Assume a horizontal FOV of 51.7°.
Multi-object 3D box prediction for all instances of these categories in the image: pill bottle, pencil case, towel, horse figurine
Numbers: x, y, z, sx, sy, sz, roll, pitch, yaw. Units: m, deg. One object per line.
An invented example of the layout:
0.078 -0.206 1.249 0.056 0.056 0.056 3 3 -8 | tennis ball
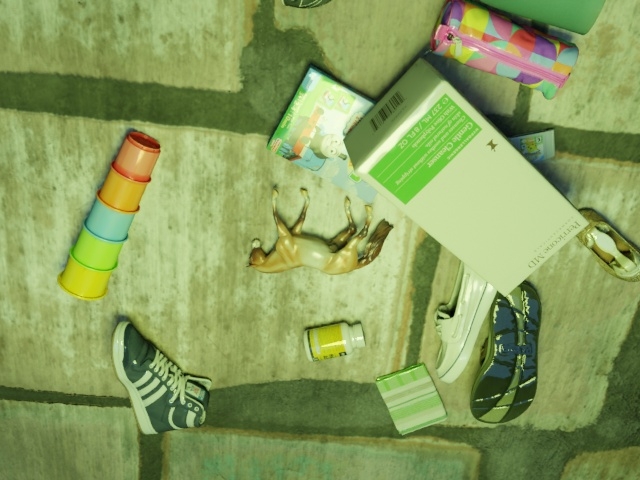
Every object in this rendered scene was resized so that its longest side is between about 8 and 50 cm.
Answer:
0.029 0.198 1.306 0.116 0.065 0.065 -13 114 6 | pill bottle
0.287 -0.305 1.051 0.236 0.104 0.104 16 114 -8 | pencil case
0.193 0.334 1.396 0.113 0.023 0.152 -22 111 8 | towel
0.000 0.000 1.214 0.263 0.066 0.174 9 109 -1 | horse figurine

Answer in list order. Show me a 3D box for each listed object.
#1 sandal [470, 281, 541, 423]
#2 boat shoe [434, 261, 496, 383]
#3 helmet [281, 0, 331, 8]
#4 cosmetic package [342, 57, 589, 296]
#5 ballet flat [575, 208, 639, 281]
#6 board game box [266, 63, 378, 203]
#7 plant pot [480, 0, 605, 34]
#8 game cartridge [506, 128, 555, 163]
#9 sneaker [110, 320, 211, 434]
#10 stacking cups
0.373 0.224 1.313 0.120 0.086 0.302 10 100 2 | sandal
0.262 0.153 1.278 0.084 0.095 0.258 17 104 -3 | boat shoe
-0.017 -0.430 0.961 0.169 0.169 0.161 -41 103 17 | helmet
0.237 -0.099 1.090 0.365 0.155 0.197 36 109 -22 | cosmetic package
0.542 0.024 1.221 0.206 0.067 0.073 35 110 -15 | ballet flat
0.037 -0.180 1.142 0.211 0.039 0.160 26 112 -13 | board game box
0.282 -0.448 0.891 0.235 0.293 0.293 13 115 9 | plant pot
0.370 -0.163 1.163 0.083 0.017 0.056 -11 118 5 | game cartridge
-0.310 0.273 1.321 0.153 0.099 0.282 -4 122 7 | sneaker
-0.374 -0.041 1.176 0.096 0.096 0.316 25 113 -11 | stacking cups
